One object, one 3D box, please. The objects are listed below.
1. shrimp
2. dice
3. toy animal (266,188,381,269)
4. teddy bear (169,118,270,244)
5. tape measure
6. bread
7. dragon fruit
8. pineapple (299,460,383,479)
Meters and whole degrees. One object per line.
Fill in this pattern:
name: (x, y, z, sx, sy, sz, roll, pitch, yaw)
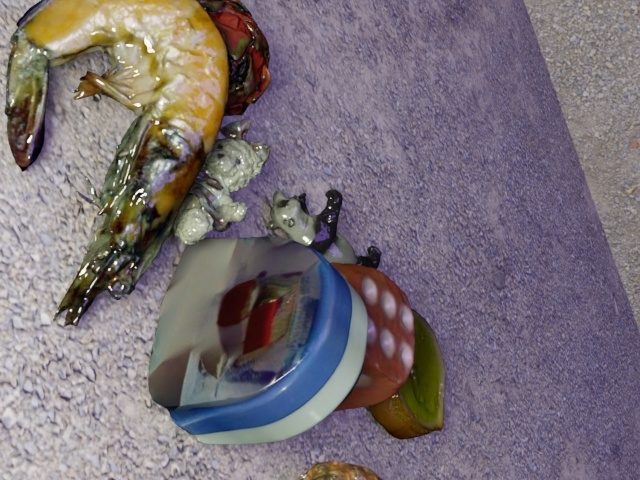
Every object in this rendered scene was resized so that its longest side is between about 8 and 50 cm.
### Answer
shrimp: (-0.260, -0.117, 1.236, 0.272, 0.085, 0.445, 20, 75, -22)
dice: (0.031, 0.147, 1.559, 0.175, 0.179, 0.174, 44, 42, -44)
toy animal: (0.000, 0.000, 1.662, 0.225, 0.093, 0.121, 53, 46, -33)
teddy bear: (-0.153, -0.062, 1.407, 0.133, 0.111, 0.213, 34, 53, 12)
tape measure: (-0.070, 0.126, 1.346, 0.138, 0.262, 0.259, 54, 36, -47)
bread: (0.148, 0.232, 1.812, 0.236, 0.070, 0.236, 33, 50, -49)
dragon fruit: (-0.152, -0.251, 1.445, 0.182, 0.182, 0.189, 43, 54, -41)
pineapple: (0.003, 0.463, 1.432, 0.170, 0.141, 0.310, 47, 48, -45)
